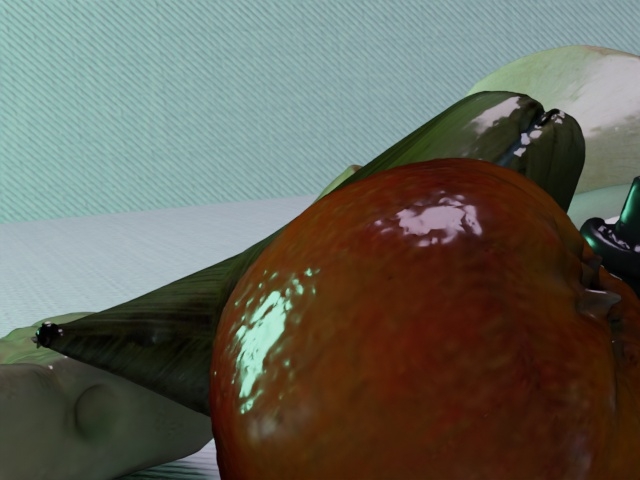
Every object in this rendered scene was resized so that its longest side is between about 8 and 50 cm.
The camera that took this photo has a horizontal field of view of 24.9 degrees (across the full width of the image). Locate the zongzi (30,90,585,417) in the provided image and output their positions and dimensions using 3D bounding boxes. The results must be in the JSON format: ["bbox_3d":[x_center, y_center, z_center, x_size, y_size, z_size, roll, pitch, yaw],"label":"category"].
[{"bbox_3d":[0.000,0.000,0.762,0.242,0.221,0.112,22,-3,-2],"label":"zongzi"}]

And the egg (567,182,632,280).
[{"bbox_3d":[0.171,0.045,0.843,0.209,0.151,0.151,-13,3,20],"label":"egg"}]

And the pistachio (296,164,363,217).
[{"bbox_3d":[0.044,0.029,1.075,0.157,0.157,0.229,-4,17,-2],"label":"pistachio"}]

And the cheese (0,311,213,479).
[{"bbox_3d":[-0.190,0.104,0.806,0.263,0.093,0.159,-10,6,-35],"label":"cheese"}]

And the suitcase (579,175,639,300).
[{"bbox_3d":[0.319,-0.062,0.596,0.188,0.345,0.339,-5,31,-44],"label":"suitcase"}]

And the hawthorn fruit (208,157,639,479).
[{"bbox_3d":[0.033,0.072,0.629,0.226,0.196,0.196,-28,-2,19],"label":"hawthorn fruit"}]

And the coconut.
[{"bbox_3d":[0.189,-0.037,1.004,0.237,0.197,0.237,1,-5,0],"label":"coconut"}]
